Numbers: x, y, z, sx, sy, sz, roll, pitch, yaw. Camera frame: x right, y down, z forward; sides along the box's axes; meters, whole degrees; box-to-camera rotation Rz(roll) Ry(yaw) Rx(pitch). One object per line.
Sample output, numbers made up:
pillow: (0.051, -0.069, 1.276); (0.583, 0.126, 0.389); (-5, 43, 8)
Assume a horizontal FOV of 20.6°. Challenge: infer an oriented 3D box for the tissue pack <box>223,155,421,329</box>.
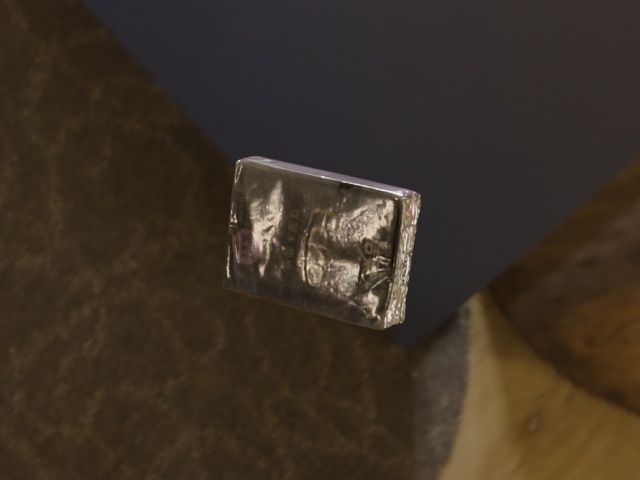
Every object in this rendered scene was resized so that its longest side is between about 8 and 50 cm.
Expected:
tissue pack: (0.000, 0.000, 1.425); (0.156, 0.112, 0.051); (13, 13, 26)
